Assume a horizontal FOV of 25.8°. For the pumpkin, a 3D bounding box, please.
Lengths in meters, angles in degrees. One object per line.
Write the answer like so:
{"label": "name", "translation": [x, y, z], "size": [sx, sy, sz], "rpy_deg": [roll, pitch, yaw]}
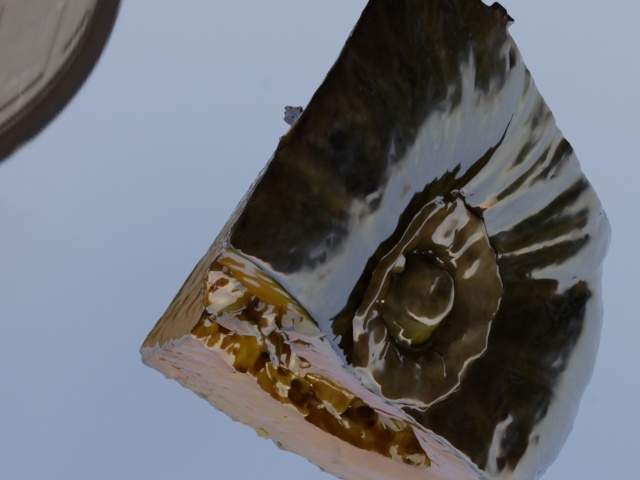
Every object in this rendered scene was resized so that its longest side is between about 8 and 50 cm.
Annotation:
{"label": "pumpkin", "translation": [0.000, -0.001, 0.556], "size": [0.190, 0.280, 0.139], "rpy_deg": [18, -111, 37]}
